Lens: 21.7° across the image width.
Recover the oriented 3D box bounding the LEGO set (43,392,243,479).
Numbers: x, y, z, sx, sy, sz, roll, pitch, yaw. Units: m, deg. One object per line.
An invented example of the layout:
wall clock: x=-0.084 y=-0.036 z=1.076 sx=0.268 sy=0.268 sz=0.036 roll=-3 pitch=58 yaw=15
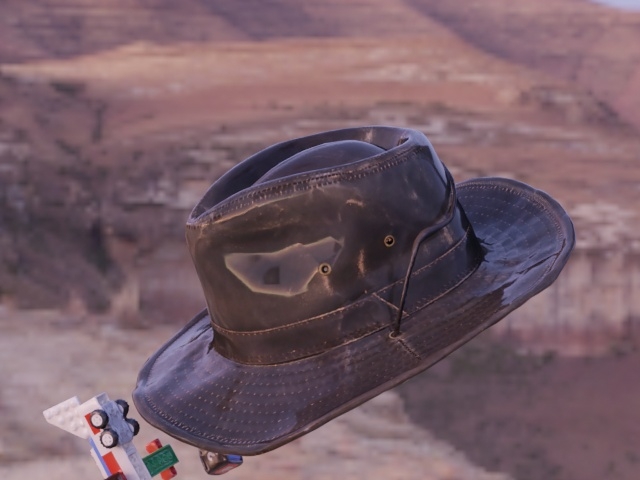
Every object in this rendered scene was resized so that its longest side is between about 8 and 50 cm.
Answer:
LEGO set: x=-0.096 y=0.205 z=1.054 sx=0.060 sy=0.244 sz=0.182 roll=-30 pitch=-51 yaw=23

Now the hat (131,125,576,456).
hat: x=0.000 y=0.000 z=1.153 sx=0.331 sy=0.134 sz=0.331 roll=-21 pitch=23 yaw=9
